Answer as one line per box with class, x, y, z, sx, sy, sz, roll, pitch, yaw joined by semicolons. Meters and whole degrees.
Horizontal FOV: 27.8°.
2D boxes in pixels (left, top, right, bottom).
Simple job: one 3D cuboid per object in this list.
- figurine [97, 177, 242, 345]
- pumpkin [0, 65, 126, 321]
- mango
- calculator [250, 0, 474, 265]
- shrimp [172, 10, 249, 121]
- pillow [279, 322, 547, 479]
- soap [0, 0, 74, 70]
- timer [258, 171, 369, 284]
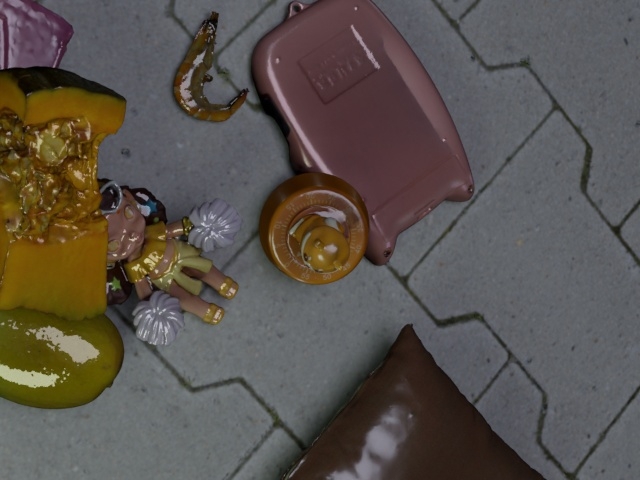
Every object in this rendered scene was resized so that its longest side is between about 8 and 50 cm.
figurine;-0.186;0.017;1.409;0.240;0.115;0.175;33;77;-27
pumpkin;-0.272;-0.053;1.250;0.131;0.126;0.248;-6;115;-45
mango;-0.304;0.107;1.357;0.194;0.092;0.130;29;90;-15
calculator;0.052;-0.148;1.567;0.220;0.048;0.330;-37;101;-20
shrimp;-0.122;-0.201;1.497;0.091;0.025;0.127;13;87;-25
pillow;0.106;0.311;1.538;0.305;0.108;0.308;48;69;-18
soap;-0.427;-0.103;1.292;0.233;0.128;0.360;26;77;-25
timer;0.000;0.000;1.456;0.132;0.152;0.132;-1;103;-6
